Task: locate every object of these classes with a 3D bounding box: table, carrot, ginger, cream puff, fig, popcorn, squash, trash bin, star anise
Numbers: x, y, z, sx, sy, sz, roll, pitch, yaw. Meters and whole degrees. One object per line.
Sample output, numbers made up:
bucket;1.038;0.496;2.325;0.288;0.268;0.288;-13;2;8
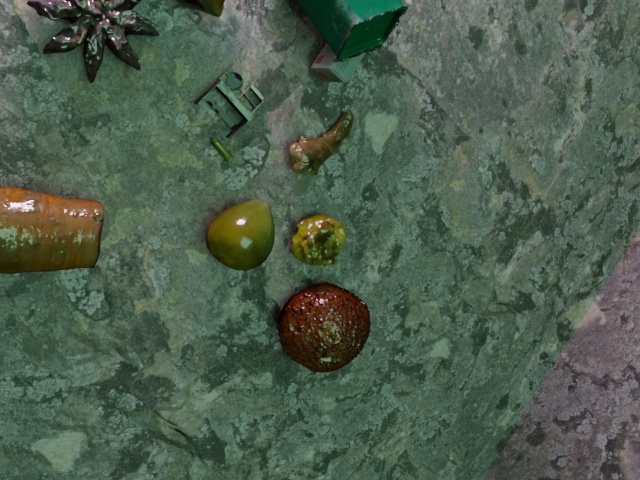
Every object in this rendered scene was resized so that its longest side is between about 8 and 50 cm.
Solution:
table;-0.265;-0.419;1.760;0.175;0.062;0.146;-47;120;-6
carrot;-0.747;-0.021;1.515;0.341;0.224;0.224;5;101;-33
ginger;0.006;-0.325;1.926;0.294;0.086;0.131;-47;111;-19
cream puff;0.029;0.310;2.025;0.350;0.229;0.350;-10;111;-27
fig;-0.237;-0.013;1.819;0.230;0.207;0.207;-50;127;-48
popcorn;0.003;0.004;1.969;0.198;0.156;0.197;-17;118;-35
squash;-0.303;-0.280;1.796;0.027;0.027;0.083;-45;120;-11
trash bin;0.040;-0.727;1.653;0.295;0.259;0.381;-26;81;-19
star anise;-0.578;-0.575;1.515;0.332;0.117;0.331;-5;102;-23

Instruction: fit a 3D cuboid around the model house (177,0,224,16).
model house;-0.346;-0.769;1.571;0.268;0.173;0.239;31;81;-37

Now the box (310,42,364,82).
box;0.094;-0.629;1.851;0.079;0.135;0.269;35;86;-33
